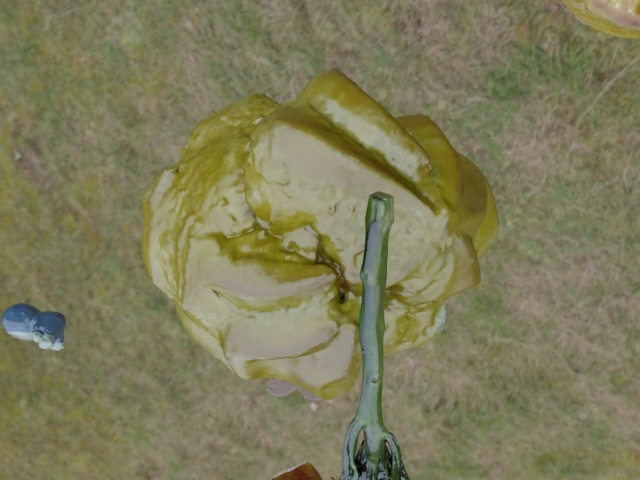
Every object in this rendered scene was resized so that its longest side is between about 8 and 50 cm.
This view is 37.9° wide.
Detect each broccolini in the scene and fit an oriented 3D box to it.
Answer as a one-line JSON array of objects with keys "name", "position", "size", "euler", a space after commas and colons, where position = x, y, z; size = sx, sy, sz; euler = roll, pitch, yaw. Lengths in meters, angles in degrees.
[{"name": "broccolini", "position": [0.033, 0.096, 0.644], "size": [0.071, 0.057, 0.254], "euler": [-3, 107, -8]}]

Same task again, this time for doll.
[{"name": "doll", "position": [-0.370, 0.112, 1.206], "size": [0.083, 0.050, 0.076], "euler": [15, 167, 5]}]

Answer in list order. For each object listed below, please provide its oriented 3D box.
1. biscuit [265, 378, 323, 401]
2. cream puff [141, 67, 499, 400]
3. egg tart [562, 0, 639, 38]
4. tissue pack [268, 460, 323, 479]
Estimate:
[{"name": "biscuit", "position": [-0.019, 0.165, 1.557], "size": [0.138, 0.204, 0.031], "euler": [1, 167, 25]}, {"name": "cream puff", "position": [-0.009, 0.001, 0.869], "size": [0.323, 0.274, 0.270], "euler": [28, 162, -6]}, {"name": "egg tart", "position": [0.315, -0.310, 0.807], "size": [0.295, 0.116, 0.294], "euler": [-2, 136, -2]}, {"name": "tissue pack", "position": [-0.007, 0.379, 1.031], "size": [0.226, 0.092, 0.183], "euler": [60, 151, 24]}]
